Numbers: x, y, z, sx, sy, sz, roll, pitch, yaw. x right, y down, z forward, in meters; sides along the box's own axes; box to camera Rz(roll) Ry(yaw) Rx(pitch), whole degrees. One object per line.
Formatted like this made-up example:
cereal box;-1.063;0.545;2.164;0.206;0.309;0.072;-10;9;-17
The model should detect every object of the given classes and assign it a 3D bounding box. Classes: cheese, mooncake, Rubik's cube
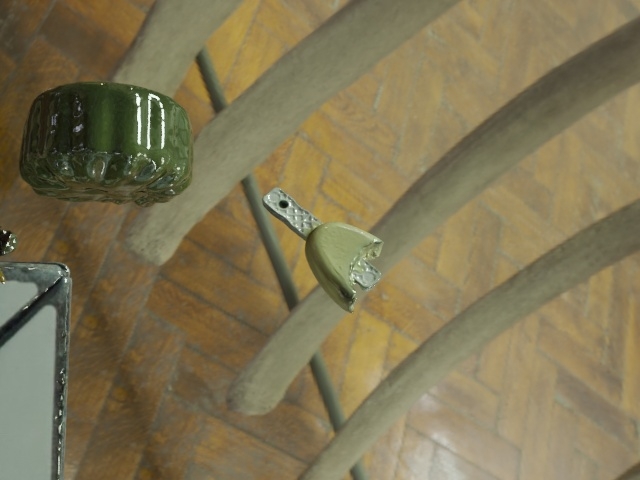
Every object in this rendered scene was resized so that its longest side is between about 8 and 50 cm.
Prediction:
cheese;0.000;0.000;1.339;0.235;0.050;0.127;38;62;19
mooncake;-0.425;-0.179;1.763;0.351;0.351;0.188;12;70;-36
Rubik's cube;-0.371;0.144;0.733;0.260;0.259;0.255;4;83;-31

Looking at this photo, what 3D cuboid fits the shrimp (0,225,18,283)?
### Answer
shrimp;-0.218;-0.031;0.478;0.184;0.091;0.043;42;30;26
